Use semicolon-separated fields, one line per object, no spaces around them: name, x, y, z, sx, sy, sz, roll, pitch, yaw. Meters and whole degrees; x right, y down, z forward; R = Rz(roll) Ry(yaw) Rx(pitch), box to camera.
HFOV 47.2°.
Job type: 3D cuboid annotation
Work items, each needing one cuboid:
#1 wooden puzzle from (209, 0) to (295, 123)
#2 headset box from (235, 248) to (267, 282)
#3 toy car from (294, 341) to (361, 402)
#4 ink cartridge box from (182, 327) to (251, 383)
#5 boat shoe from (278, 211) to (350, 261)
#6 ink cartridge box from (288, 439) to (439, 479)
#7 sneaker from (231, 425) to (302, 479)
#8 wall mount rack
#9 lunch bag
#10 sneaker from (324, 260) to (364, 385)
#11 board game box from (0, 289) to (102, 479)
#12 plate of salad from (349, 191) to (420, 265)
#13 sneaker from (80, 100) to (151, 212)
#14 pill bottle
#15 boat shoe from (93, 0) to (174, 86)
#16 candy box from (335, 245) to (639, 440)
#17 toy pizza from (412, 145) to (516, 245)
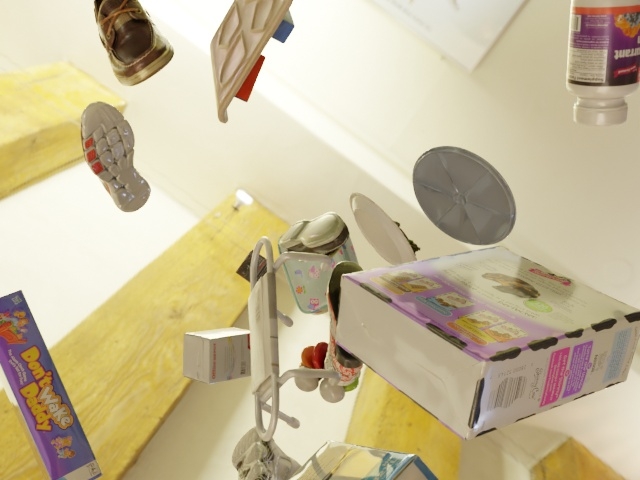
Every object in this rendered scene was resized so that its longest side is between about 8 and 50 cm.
wooden puzzle;-0.143;-0.467;1.606;0.081;0.347;0.322;17;-144;-25
headset box;-0.132;0.062;1.525;0.032;0.062;0.083;39;174;-36
toy car;0.024;0.348;2.024;0.182;0.136;0.159;19;-148;23
ink cartridge box;-0.283;0.321;2.065;0.127;0.128;0.176;4;-177;44
boat shoe;0.000;0.000;1.384;0.069;0.081;0.228;44;161;-18
ink cartridge box;0.087;0.385;0.935;0.223;0.129;0.307;49;159;-3
sneaker;-0.117;0.623;1.781;0.210;0.137;0.366;43;-165;-15
wall mount rack;-0.060;0.181;1.262;0.131;0.304;0.350;6;-119;-18
lunch bag;-0.004;0.076;2.211;0.108;0.224;0.279;16;-128;-62
sneaker;0.051;0.188;1.632;0.090;0.145;0.270;4;-129;-8
board game box;-0.515;0.276;1.321;0.078;0.233;0.347;-24;-91;-28
plate of salad;0.128;-0.018;1.420;0.200;0.048;0.200;48;166;16
sneaker;-0.247;-0.099;0.842;0.061;0.158;0.065;-33;-126;-23
pill bottle;0.436;-0.279;1.125;0.108;0.193;0.108;-4;-158;2
boat shoe;-0.370;-0.398;1.373;0.123;0.123;0.342;54;-176;-39
candy box;0.140;0.073;0.617;0.196;0.070;0.165;-8;-156;-34
toy pizza;0.246;-0.078;1.249;0.201;0.201;0.032;41;-123;9
